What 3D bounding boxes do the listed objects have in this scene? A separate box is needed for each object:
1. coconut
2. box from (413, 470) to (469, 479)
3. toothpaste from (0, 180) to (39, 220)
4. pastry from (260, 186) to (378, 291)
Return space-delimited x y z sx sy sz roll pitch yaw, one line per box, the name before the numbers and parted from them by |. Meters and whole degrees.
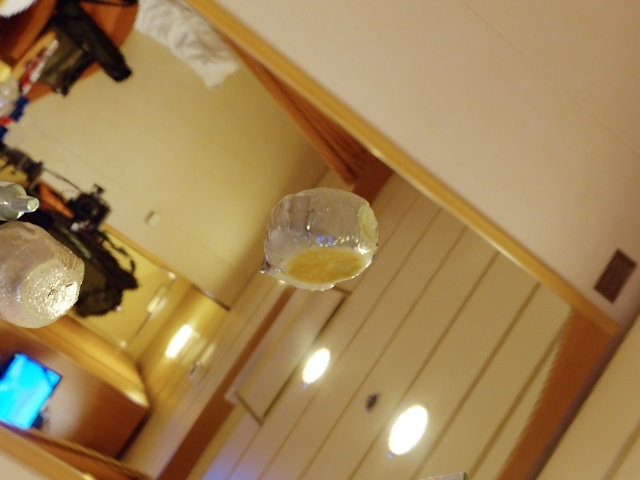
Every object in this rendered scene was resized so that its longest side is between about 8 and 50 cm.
coconut | -0.316 0.034 0.863 0.124 0.110 0.110 24 -105 37
box | 0.178 0.482 1.335 0.135 0.081 0.199 -20 -160 28
toothpaste | -0.400 -0.050 0.897 0.218 0.064 0.041 7 -148 23
pastry | 0.000 0.000 1.081 0.166 0.166 0.088 -39 -138 45
